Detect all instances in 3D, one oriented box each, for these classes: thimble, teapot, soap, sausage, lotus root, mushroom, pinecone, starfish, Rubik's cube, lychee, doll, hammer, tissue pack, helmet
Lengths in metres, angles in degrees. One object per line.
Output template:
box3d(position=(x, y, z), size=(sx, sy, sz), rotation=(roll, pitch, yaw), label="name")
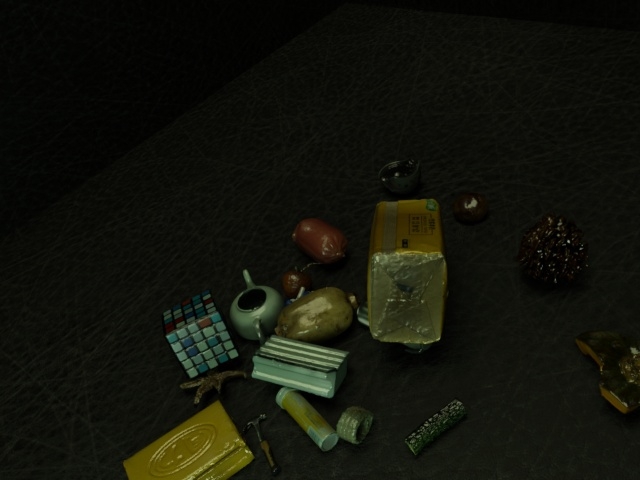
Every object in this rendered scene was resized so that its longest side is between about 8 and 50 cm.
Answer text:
box3d(position=(0.094, 0.492, 1.706), size=(0.062, 0.085, 0.110), rotation=(14, 34, 31), label="thimble")
box3d(position=(-0.210, 0.232, 2.098), size=(0.193, 0.129, 0.294), rotation=(-21, 39, 0), label="teapot")
box3d(position=(-0.362, 0.607, 1.755), size=(0.324, 0.096, 0.204), rotation=(-32, 40, -15), label="soap")
box3d(position=(0.000, 0.000, 2.272), size=(0.148, 0.148, 0.254), rotation=(-33, 40, -15), label="sausage")
box3d(position=(-0.007, 0.241, 1.990), size=(0.284, 0.160, 0.146), rotation=(-23, -3, -9), label="lotus root")
box3d(position=(0.530, -0.114, 2.242), size=(0.127, 0.087, 0.127), rotation=(-14, 59, 24), label="mushroom")
box3d(position=(0.701, 0.034, 1.905), size=(0.221, 0.221, 0.221), rotation=(-12, 40, 10), label="pinecone")
box3d(position=(-0.335, 0.433, 1.982), size=(0.213, 0.057, 0.238), rotation=(-18, 20, -6), label="starfish")
box3d(position=(-0.384, 0.297, 2.022), size=(0.187, 0.184, 0.182), rotation=(-25, 23, -9), label="Rubik's cube")
box3d(position=(-0.072, 0.140, 2.170), size=(0.114, 0.101, 0.140), rotation=(19, 59, -2), label="lychee")
box3d(position=(-0.068, 0.205, 2.091), size=(0.057, 0.099, 0.143), rotation=(7, 18, 43), label="doll")
box3d(position=(-0.061, 0.364, 1.853), size=(0.261, 0.094, 0.150), rotation=(10, 17, 18), label="soap")
box3d(position=(-0.160, 0.571, 1.771), size=(0.078, 0.021, 0.201), rotation=(-26, 39, -8), label="hammer")
box3d(position=(0.256, 0.078, 1.870), size=(0.228, 0.293, 0.382), rotation=(2, 25, 8), label="tissue pack")
box3d(position=(0.316, -0.238, 2.447), size=(0.153, 0.107, 0.177), rotation=(-35, 23, -14), label="helmet")

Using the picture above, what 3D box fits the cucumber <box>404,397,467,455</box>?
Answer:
box3d(position=(0.301, 0.482, 1.656), size=(0.187, 0.058, 0.058), rotation=(-33, 41, -16), label="cucumber")

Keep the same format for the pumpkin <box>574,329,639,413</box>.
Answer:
box3d(position=(0.801, 0.331, 1.593), size=(0.290, 0.095, 0.258), rotation=(1, 40, 18), label="pumpkin")

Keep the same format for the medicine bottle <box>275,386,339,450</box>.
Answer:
box3d(position=(-0.037, 0.494, 1.773), size=(0.074, 0.074, 0.218), rotation=(-35, 44, -18), label="medicine bottle")

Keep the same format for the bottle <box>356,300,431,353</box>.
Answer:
box3d(position=(0.221, 0.264, 1.926), size=(0.253, 0.079, 0.096), rotation=(21, 80, 39), label="bottle")
